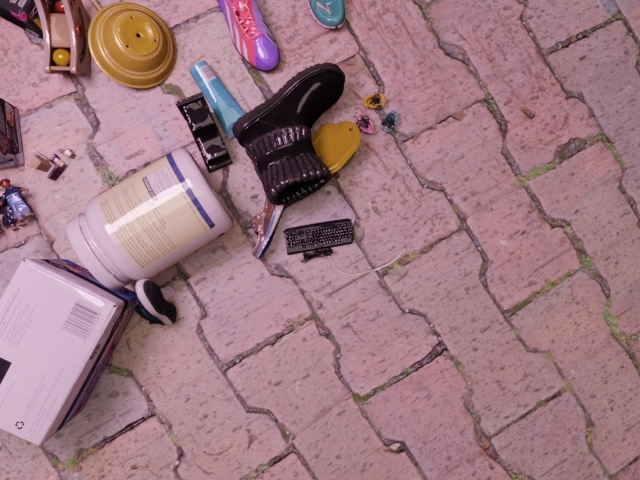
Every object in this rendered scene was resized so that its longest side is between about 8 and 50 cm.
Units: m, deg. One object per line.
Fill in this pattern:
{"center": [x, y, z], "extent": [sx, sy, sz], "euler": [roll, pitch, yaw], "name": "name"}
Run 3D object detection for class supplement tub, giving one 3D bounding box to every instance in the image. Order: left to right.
{"center": [-0.406, -0.048, 1.139], "extent": [0.324, 0.235, 0.236], "euler": [-32, 91, -6], "name": "supplement tub"}

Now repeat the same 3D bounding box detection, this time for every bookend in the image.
{"center": [-0.293, -0.270, 1.198], "extent": [0.072, 0.156, 0.157], "euler": [-24, 91, -6], "name": "bookend"}

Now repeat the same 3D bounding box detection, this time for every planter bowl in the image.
{"center": [-0.465, -0.506, 1.185], "extent": [0.217, 0.090, 0.218], "euler": [-2, 95, -29], "name": "planter bowl"}

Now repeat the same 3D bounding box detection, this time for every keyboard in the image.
{"center": [0.000, 0.000, 1.276], "extent": [0.191, 0.038, 0.100], "euler": [-11, 89, -5], "name": "keyboard"}

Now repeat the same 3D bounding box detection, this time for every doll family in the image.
{"center": [-0.817, -0.076, 1.185], "extent": [0.192, 0.076, 0.111], "euler": [-30, 87, -11], "name": "doll family"}

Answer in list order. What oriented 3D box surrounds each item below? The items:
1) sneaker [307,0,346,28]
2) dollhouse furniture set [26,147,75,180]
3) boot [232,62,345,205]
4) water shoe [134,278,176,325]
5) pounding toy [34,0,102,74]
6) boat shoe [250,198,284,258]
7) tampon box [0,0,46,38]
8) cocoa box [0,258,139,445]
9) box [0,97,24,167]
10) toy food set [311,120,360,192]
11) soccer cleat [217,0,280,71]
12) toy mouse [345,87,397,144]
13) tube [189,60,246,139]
{"center": [0.014, -0.715, 1.268], "extent": [0.106, 0.110, 0.276], "euler": [-7, 89, -6], "name": "sneaker"}
{"center": [-0.701, -0.219, 1.179], "extent": [0.081, 0.114, 0.091], "euler": [36, 87, 1], "name": "dollhouse furniture set"}
{"center": [-0.033, -0.267, 1.195], "extent": [0.347, 0.131, 0.260], "euler": [-36, 64, 3], "name": "boot"}
{"center": [-0.424, 0.163, 1.152], "extent": [0.080, 0.203, 0.073], "euler": [-8, 56, 2], "name": "water shoe"}
{"center": [-0.611, -0.548, 1.178], "extent": [0.154, 0.154, 0.270], "euler": [-1, 88, -5], "name": "pounding toy"}
{"center": [-0.151, -0.041, 1.254], "extent": [0.066, 0.066, 0.183], "euler": [22, 76, 0], "name": "boat shoe"}
{"center": [-0.779, -0.614, 1.180], "extent": [0.160, 0.120, 0.102], "euler": [26, 85, -4], "name": "tampon box"}
{"center": [-0.630, 0.243, 1.109], "extent": [0.231, 0.228, 0.347], "euler": [27, 86, -4], "name": "cocoa box"}
{"center": [-0.896, -0.257, 1.145], "extent": [0.247, 0.142, 0.164], "euler": [-8, 88, -5], "name": "box"}
{"center": [0.022, -0.226, 1.278], "extent": [0.128, 0.071, 0.218], "euler": [38, 82, 22], "name": "toy food set"}
{"center": [-0.206, -0.602, 1.238], "extent": [0.108, 0.116, 0.319], "euler": [-26, 90, -6], "name": "soccer cleat"}
{"center": [0.155, -0.332, 1.306], "extent": [0.160, 0.031, 0.143], "euler": [-17, 89, -6], "name": "toy mouse"}
{"center": [-0.271, -0.380, 1.261], "extent": [0.080, 0.052, 0.207], "euler": [-34, 97, -1], "name": "tube"}
